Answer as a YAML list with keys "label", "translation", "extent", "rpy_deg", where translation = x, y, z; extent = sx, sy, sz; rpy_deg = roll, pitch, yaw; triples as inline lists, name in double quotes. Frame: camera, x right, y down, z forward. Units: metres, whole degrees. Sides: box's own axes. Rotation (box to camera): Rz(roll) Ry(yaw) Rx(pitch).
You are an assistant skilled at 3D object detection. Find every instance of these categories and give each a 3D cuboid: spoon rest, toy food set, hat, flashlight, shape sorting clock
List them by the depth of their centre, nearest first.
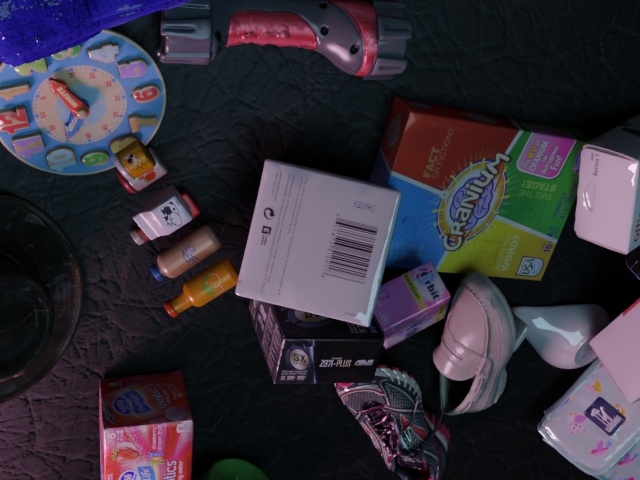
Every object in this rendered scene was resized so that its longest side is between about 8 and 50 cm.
- label: "shape sorting clock"
  translation: [-0.286, -0.161, 0.956]
  extent: [0.206, 0.040, 0.206]
  rpy_deg: [-13, 136, -12]
- label: "hat"
  translation: [-0.431, 0.105, 0.975]
  extent: [0.331, 0.134, 0.331]
  rpy_deg: [-15, 116, -32]
- label: "flashlight"
  translation: [-0.045, -0.248, 0.976]
  extent: [0.304, 0.103, 0.103]
  rpy_deg: [-4, 122, -18]
- label: "toy food set"
  translation: [-0.212, -0.018, 1.040]
  extent: [0.104, 0.111, 0.232]
  rpy_deg: [-33, 120, 2]
- label: "spoon rest"
  translation: [0.403, 0.158, 1.381]
  extent: [0.276, 0.084, 0.137]
  rpy_deg: [13, 115, -39]

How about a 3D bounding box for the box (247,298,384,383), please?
- label: "box"
  translation: [-0.011, 0.119, 1.144]
  extent: [0.147, 0.180, 0.077]
  rpy_deg: [3, 118, -20]

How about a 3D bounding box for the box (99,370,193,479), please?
- label: "box"
  translation: [-0.267, 0.338, 1.214]
  extent: [0.128, 0.122, 0.256]
  rpy_deg: [-3, 119, -18]

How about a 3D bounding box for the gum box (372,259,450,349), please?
- label: "gum box"
  translation: [0.129, 0.102, 1.200]
  extent: [0.107, 0.062, 0.188]
  rpy_deg: [-27, 163, -2]

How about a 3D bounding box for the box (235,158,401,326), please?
- label: "box"
  translation: [0.000, 0.000, 1.053]
  extent: [0.182, 0.119, 0.181]
  rpy_deg: [13, 94, 3]

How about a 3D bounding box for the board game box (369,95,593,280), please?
- label: "board game box"
  translation: [0.225, -0.067, 1.190]
  extent: [0.317, 0.064, 0.242]
  rpy_deg: [5, 116, -21]

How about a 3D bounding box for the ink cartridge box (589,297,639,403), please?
- label: "ink cartridge box"
  translation: [0.643, 0.135, 1.329]
  extent: [0.306, 0.131, 0.226]
  rpy_deg: [-10, 148, -26]

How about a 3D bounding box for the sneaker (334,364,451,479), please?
- label: "sneaker"
  translation: [0.127, 0.307, 1.314]
  extent: [0.121, 0.112, 0.299]
  rpy_deg: [-20, 128, 32]

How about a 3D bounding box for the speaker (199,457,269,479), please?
- label: "speaker"
  translation: [-0.184, 0.513, 1.340]
  extent: [0.131, 0.131, 0.296]
  rpy_deg: [14, 113, -25]

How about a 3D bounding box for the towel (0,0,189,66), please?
- label: "towel"
  translation: [-0.213, -0.304, 0.791]
  extent: [0.308, 0.076, 0.227]
  rpy_deg: [-24, 145, -8]

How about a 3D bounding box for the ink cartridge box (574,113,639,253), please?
- label: "ink cartridge box"
  translation: [0.489, -0.098, 1.203]
  extent: [0.219, 0.092, 0.160]
  rpy_deg: [-28, 127, -31]

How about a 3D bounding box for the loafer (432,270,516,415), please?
- label: "loafer"
  translation: [0.238, 0.178, 1.275]
  extent: [0.111, 0.112, 0.319]
  rpy_deg: [-26, 136, -16]

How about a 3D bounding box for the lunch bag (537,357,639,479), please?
- label: "lunch bag"
  translation: [0.559, 0.331, 1.475]
  extent: [0.262, 0.160, 0.223]
  rpy_deg: [31, 108, -19]

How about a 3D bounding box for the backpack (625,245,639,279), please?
- label: "backpack"
  translation: [0.584, 0.030, 1.343]
  extent: [0.084, 0.105, 0.114]
  rpy_deg: [34, 113, -33]
